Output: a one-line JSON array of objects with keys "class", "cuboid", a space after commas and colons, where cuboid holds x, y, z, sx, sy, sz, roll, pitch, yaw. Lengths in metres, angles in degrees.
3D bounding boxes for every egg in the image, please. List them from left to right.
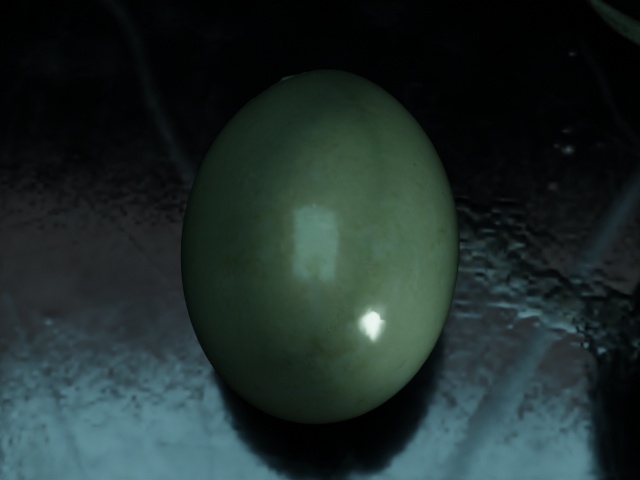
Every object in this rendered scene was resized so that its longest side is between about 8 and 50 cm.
[{"class": "egg", "cuboid": [0.000, 0.000, 0.589, 0.114, 0.114, 0.152, 0, 67, 2]}]

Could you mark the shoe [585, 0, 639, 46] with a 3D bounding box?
[{"class": "shoe", "cuboid": [0.227, -0.133, 0.637, 0.227, 0.112, 0.099, 12, 70, 5]}]
